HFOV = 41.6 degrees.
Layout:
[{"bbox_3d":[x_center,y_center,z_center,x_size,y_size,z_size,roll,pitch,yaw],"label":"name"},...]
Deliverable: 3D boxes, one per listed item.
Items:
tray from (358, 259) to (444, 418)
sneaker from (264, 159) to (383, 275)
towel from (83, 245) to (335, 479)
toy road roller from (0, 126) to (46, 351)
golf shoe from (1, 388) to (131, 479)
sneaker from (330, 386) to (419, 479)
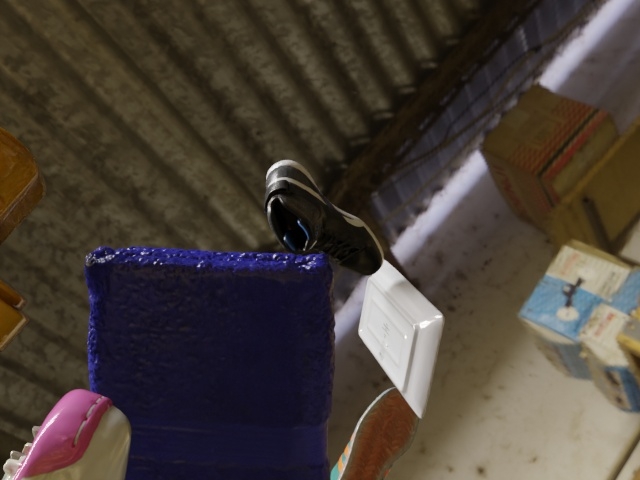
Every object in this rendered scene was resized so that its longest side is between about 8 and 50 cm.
[{"bbox_3d":[0.103,0.128,1.195,0.030,0.270,0.145,5,-76,-14],"label":"tray"},{"bbox_3d":[0.000,0.000,1.137,0.079,0.121,0.217,-37,-67,26],"label":"sneaker"},{"bbox_3d":[-0.100,0.151,0.790,0.228,0.076,0.308,3,-71,3],"label":"towel"},{"bbox_3d":[-0.372,-0.028,0.668,0.329,0.202,0.240,41,-105,-7],"label":"toy road roller"},{"bbox_3d":[-0.115,0.223,0.424,0.140,0.115,0.306,13,-77,-1],"label":"golf shoe"},{"bbox_3d":[0.083,0.411,1.584,0.108,0.121,0.302,32,-108,-3],"label":"sneaker"}]
